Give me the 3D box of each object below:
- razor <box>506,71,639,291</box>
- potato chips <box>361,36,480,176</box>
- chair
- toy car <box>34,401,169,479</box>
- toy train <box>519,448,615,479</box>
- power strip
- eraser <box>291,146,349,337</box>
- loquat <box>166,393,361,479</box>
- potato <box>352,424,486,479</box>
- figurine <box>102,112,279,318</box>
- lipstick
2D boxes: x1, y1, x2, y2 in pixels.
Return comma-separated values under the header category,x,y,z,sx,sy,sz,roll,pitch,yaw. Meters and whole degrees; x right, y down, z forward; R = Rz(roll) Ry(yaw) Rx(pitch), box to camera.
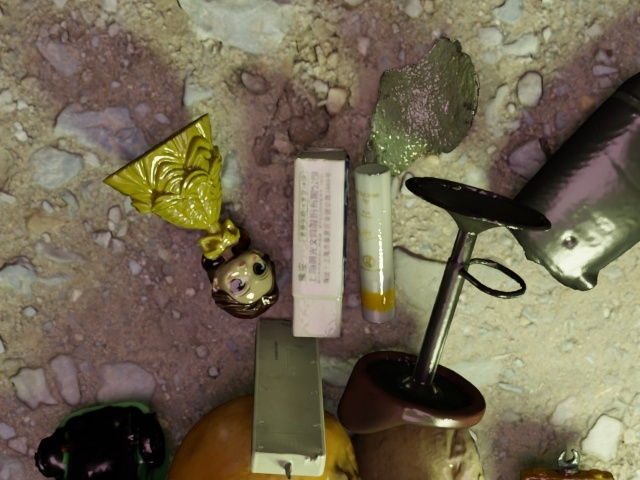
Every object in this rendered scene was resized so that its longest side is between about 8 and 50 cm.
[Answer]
category,x,y,z,sx,sy,sz,roll,pitch,yaw
razor,0.459,-0.088,1.414,0.204,0.113,0.349,41,100,-10
potato chips,0.153,-0.204,1.415,0.228,0.059,0.167,-32,95,12
chair,0.181,0.123,1.368,0.226,0.226,0.401,15,106,-4
toy car,-0.341,0.458,1.477,0.213,0.176,0.359,-12,63,5
toy train,0.413,0.537,1.498,0.163,0.231,0.369,2,102,2
power strip,-0.051,0.234,1.363,0.106,0.367,0.043,5,118,-5
eraser,0.000,0.000,1.423,0.086,0.130,0.287,2,104,1
loquat,-0.088,0.405,1.418,0.328,0.328,0.329,0,103,0
potato,0.135,0.384,1.472,0.264,0.211,0.189,-21,111,6
figurine,-0.170,-0.016,1.399,0.168,0.187,0.315,-22,106,38
lipstick,0.089,0.006,1.437,0.059,0.059,0.264,-3,114,0
